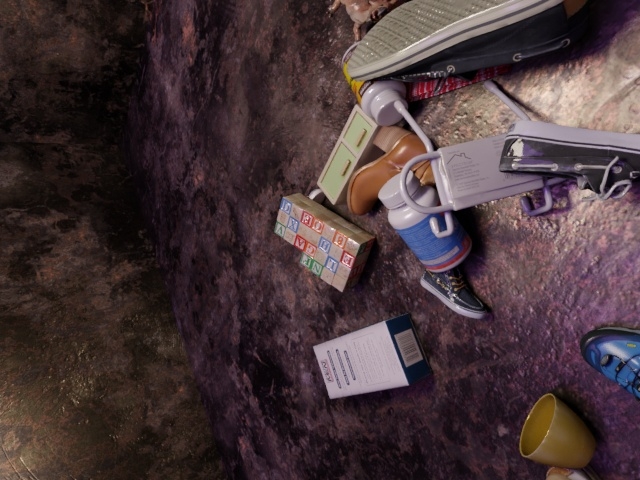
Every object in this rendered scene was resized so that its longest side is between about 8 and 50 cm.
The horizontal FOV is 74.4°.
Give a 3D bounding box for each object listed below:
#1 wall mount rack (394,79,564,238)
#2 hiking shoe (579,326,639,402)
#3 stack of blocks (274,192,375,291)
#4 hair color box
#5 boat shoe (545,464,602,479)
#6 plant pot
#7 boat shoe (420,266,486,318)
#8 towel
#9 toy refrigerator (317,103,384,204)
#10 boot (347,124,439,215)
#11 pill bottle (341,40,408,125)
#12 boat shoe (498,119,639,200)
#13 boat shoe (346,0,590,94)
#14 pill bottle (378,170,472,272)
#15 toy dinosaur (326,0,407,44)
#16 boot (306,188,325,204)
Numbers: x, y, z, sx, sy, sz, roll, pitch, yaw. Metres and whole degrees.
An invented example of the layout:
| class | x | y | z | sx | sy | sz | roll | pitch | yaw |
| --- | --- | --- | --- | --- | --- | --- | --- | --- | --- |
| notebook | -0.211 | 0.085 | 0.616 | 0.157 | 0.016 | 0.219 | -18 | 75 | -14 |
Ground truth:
| class | x | y | z | sx | sy | sz | roll | pitch | yaw |
| --- | --- | --- | --- | --- | --- | --- | --- | --- | --- |
| wall mount rack | 0.297 | -0.175 | 0.828 | 0.130 | 0.350 | 0.304 | 127 | 130 | -84 |
| hiking shoe | 0.560 | 0.239 | 0.661 | 0.304 | 0.132 | 0.113 | 32 | 120 | 43 |
| stack of blocks | 0.000 | 0.000 | 1.284 | 0.297 | 0.087 | 0.171 | 33 | 123 | 25 |
| hair color box | 0.135 | 0.342 | 1.222 | 0.347 | 0.105 | 0.174 | -34 | 70 | 48 |
| boat shoe | 0.538 | 0.560 | 0.768 | 0.302 | 0.103 | 0.113 | 50 | 132 | 33 |
| plant pot | 0.467 | 0.384 | 0.821 | 0.095 | 0.134 | 0.134 | 28 | 121 | 15 |
| boat shoe | 0.315 | 0.105 | 0.990 | 0.183 | 0.065 | 0.083 | 36 | 124 | 43 |
| towel | 0.294 | -0.442 | 0.949 | 0.275 | 0.031 | 0.198 | -1 | 95 | 51 |
| toy refrigerator | 0.093 | -0.233 | 1.181 | 0.102 | 0.094 | 0.269 | 55 | 134 | 30 |
| boot | 0.198 | -0.133 | 1.081 | 0.220 | 0.109 | 0.283 | 46 | 122 | 31 |
| pill bottle | 0.139 | -0.392 | 1.057 | 0.117 | 0.117 | 0.215 | -50 | 50 | 43 |
| boat shoe | 0.453 | -0.116 | 0.680 | 0.306 | 0.113 | 0.105 | 17 | 94 | 19 |
| boat shoe | 0.255 | -0.389 | 0.829 | 0.500 | 0.156 | 0.186 | 2 | 63 | 46 |
| pill bottle | 0.230 | -0.044 | 0.942 | 0.221 | 0.124 | 0.124 | 47 | 146 | -21 |
| toy dinosaur | 0.124 | -0.627 | 1.061 | 0.200 | 0.127 | 0.295 | -17 | 70 | 43 |
| boot | -0.057 | -0.123 | 1.402 | 0.086 | 0.069 | 0.190 | 55 | 135 | 21 |
